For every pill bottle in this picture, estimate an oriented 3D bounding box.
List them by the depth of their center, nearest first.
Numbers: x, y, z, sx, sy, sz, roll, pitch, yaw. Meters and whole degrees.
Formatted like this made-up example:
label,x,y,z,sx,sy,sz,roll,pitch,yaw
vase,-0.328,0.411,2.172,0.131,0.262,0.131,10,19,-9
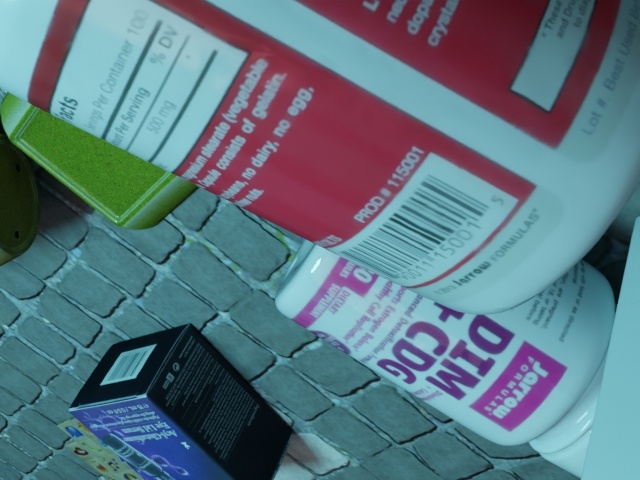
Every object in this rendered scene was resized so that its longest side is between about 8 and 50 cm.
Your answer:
label,x,y,z,sx,sy,sz,roll,pitch,yaw
pill bottle,-0.034,-0.140,0.486,0.407,0.229,0.229,27,141,-15
pill bottle,0.122,0.057,0.708,0.283,0.160,0.160,32,140,-5

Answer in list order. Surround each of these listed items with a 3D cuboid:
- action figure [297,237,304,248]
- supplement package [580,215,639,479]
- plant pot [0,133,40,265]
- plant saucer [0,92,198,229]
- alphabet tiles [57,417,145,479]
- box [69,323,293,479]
label,x,y,z,sx,sy,sz,roll,pitch,yaw
action figure,0.000,0.000,0.822,0.115,0.030,0.038,36,135,-13
supplement package,0.296,0.109,0.562,0.175,0.293,0.177,44,138,-18
plant pot,-0.418,-0.030,0.899,0.254,0.237,0.237,-6,132,10
plant saucer,-0.194,-0.092,0.819,0.188,0.045,0.188,41,139,-14
alphabet tiles,-0.269,0.312,1.318,0.198,0.009,0.237,45,138,-20
box,-0.160,0.214,1.075,0.153,0.108,0.207,-18,122,40
